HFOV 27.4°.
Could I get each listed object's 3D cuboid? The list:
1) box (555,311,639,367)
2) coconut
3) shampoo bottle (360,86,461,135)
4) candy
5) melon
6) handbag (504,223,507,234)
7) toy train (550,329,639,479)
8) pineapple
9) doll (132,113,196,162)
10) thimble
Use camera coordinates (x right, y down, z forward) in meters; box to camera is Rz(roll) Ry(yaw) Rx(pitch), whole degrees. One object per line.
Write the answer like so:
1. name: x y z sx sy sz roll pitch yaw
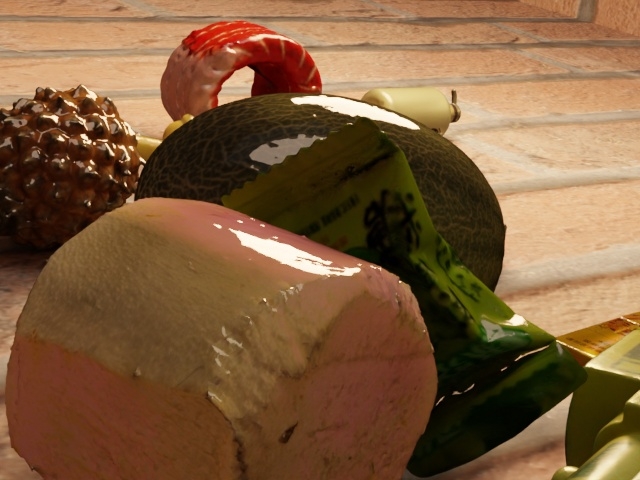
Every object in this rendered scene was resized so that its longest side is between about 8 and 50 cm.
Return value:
1. box: 0.291 0.101 1.220 0.156 0.022 0.089 -10 27 -42
2. coconut: -0.073 0.091 0.807 0.245 0.233 0.233 16 20 39
3. shampoo bottle: 0.134 -0.178 1.861 0.162 0.079 0.079 -6 24 -38
4. candy: 0.055 0.035 0.894 0.246 0.149 0.069 51 28 -10
5. melon: 0.000 0.000 1.053 0.301 0.237 0.237 4 20 -9
6. handbag: 0.076 -0.030 1.425 0.256 0.079 0.219 4 23 -8
7. toy train: 0.230 0.173 0.822 0.237 0.150 0.369 11 17 33
8. pineapple: -0.264 -0.060 1.258 0.166 0.166 0.193 17 37 23
9. doll: -0.193 -0.107 1.508 0.291 0.086 0.117 6 -10 -11
10. thimble: -0.101 -0.195 1.678 0.189 0.163 0.125 -3 21 -32
